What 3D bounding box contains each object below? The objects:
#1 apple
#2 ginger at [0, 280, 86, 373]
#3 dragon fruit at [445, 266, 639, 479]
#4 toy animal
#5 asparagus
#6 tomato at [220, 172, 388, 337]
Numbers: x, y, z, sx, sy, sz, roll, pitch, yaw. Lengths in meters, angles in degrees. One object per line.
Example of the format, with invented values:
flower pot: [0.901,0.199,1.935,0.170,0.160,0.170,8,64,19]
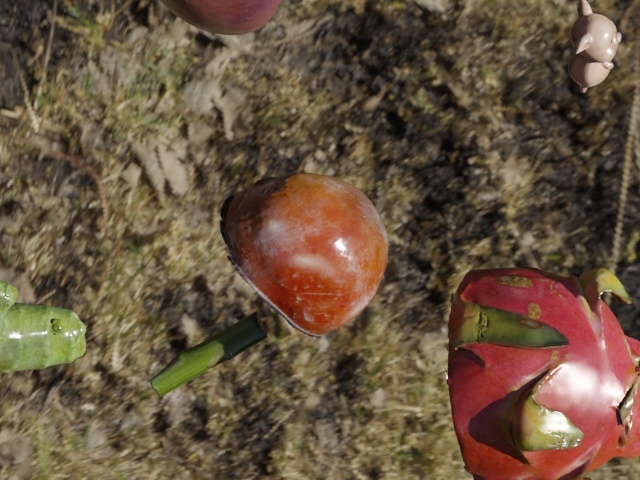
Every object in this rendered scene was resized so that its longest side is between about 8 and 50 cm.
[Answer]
apple: [-0.132,-0.440,1.616,0.235,0.305,0.306,32,67,-10]
ginger: [-0.356,0.084,1.166,0.137,0.290,0.089,-29,61,7]
dragon fruit: [0.300,0.168,1.412,0.225,0.305,0.306,-1,71,23]
toy animal: [0.423,-0.295,1.759,0.089,0.150,0.083,-19,47,-6]
asparagus: [-0.155,0.158,1.556,0.178,0.041,0.045,-30,74,6]
tomato: [0.000,0.000,1.395,0.214,0.155,0.181,39,36,-33]
